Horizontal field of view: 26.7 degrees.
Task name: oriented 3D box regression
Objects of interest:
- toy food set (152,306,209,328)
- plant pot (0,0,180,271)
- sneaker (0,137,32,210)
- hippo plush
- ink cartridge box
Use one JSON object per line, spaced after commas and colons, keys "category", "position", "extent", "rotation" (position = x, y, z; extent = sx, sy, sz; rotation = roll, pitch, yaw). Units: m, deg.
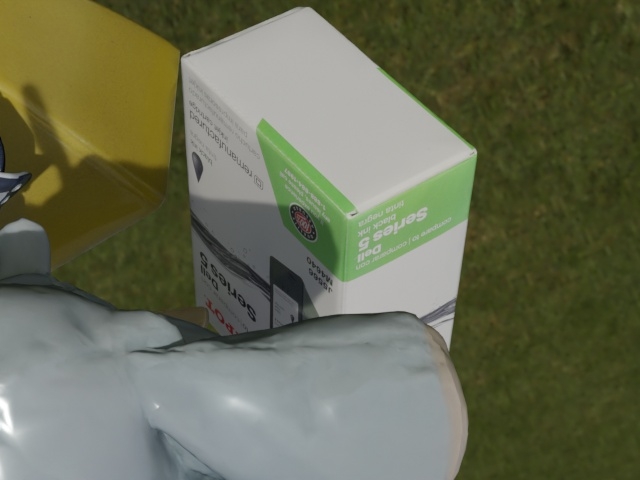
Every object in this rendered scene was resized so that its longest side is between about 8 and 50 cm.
{"category": "toy food set", "position": [-0.133, 0.152, 1.047], "extent": [0.132, 0.192, 0.038], "rotation": [-5, 164, 24]}
{"category": "plant pot", "position": [-0.273, -0.112, 1.211], "extent": [0.212, 0.212, 0.187], "rotation": [-28, 132, 28]}
{"category": "sneaker", "position": [-0.265, -0.018, 0.995], "extent": [0.153, 0.099, 0.282], "rotation": [-40, 163, 4]}
{"category": "hippo plush", "position": [-0.107, 0.111, 0.532], "extent": [0.294, 0.234, 0.236], "rotation": [18, 173, -20]}
{"category": "ink cartridge box", "position": [0.000, 0.000, 0.996], "extent": [0.115, 0.198, 0.272], "rotation": [-27, 143, -25]}
